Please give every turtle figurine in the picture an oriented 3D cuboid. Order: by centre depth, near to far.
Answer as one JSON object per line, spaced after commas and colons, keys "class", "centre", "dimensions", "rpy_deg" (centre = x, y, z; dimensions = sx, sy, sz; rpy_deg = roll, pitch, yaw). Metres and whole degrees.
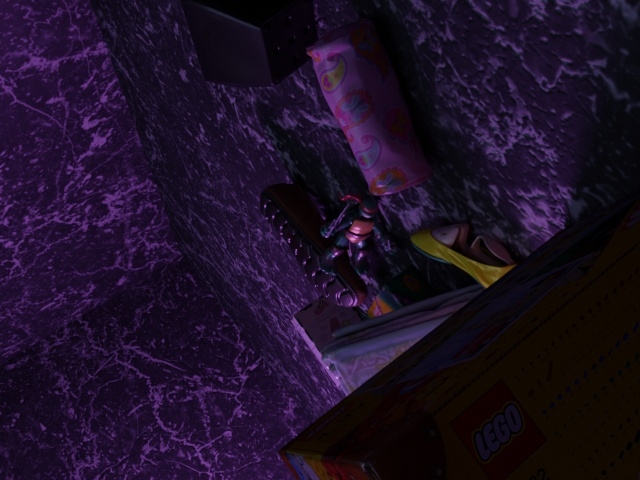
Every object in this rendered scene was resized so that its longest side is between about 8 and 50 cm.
{"class": "turtle figurine", "centre": [0.082, -0.014, 1.412], "dimensions": [0.175, 0.118, 0.234], "rpy_deg": [14, 142, -6]}

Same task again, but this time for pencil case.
{"class": "pencil case", "centre": [0.082, -0.210, 1.085], "dimensions": [0.124, 0.124, 0.284], "rpy_deg": [17, 138, 62]}

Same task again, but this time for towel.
{"class": "towel", "centre": [0.224, 0.263, 1.231], "dimensions": [0.320, 0.375, 0.090], "rpy_deg": [61, -155, -18]}

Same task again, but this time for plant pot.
{"class": "plant pot", "centre": [-0.110, -0.385, 1.209], "dimensions": [0.167, 0.188, 0.187], "rpy_deg": [29, 149, 30]}

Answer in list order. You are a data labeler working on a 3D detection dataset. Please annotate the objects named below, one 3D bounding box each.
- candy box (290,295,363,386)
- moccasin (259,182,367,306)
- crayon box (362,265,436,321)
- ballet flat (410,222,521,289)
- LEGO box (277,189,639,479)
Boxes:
{"class": "candy box", "centre": [0.048, 0.267, 1.866], "dimensions": [0.233, 0.159, 0.071], "rpy_deg": [54, 160, 10]}
{"class": "moccasin", "centre": [0.000, 0.002, 1.624], "dimensions": [0.380, 0.147, 0.139], "rpy_deg": [49, 146, 33]}
{"class": "crayon box", "centre": [0.194, 0.186, 1.495], "dimensions": [0.165, 0.081, 0.278], "rpy_deg": [52, 161, 15]}
{"class": "ballet flat", "centre": [0.249, 0.015, 1.126], "dimensions": [0.231, 0.077, 0.077], "rpy_deg": [36, 131, 41]}
{"class": "LEGO box", "centre": [0.236, 0.140, 0.679], "dimensions": [0.193, 0.500, 0.372], "rpy_deg": [54, 160, 6]}
